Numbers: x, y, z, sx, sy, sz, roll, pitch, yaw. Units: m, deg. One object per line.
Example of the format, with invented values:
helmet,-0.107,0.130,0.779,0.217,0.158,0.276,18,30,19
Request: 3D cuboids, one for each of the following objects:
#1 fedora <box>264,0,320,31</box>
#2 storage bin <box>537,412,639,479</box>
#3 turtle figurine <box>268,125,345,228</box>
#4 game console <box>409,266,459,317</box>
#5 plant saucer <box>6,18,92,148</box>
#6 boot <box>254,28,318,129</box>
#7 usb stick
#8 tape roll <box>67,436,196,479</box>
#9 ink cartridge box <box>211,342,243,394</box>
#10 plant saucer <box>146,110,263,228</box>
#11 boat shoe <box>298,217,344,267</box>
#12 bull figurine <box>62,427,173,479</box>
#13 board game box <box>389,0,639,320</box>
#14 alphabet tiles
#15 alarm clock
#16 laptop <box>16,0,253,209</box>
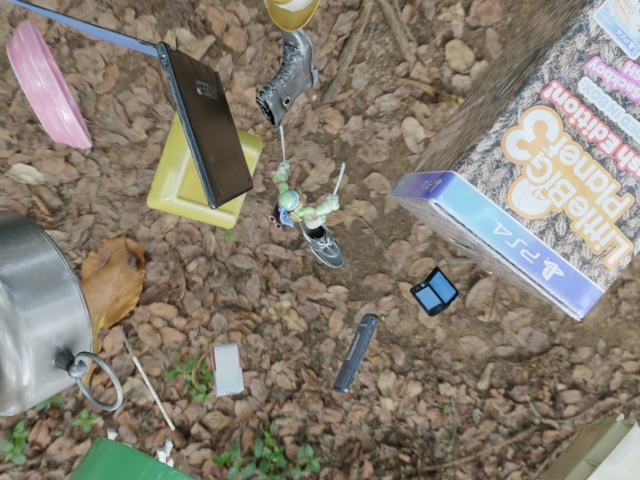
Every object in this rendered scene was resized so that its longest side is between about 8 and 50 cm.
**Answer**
fedora,-0.062,-0.415,0.864,0.079,0.194,0.194,-4,96,-35
storage bin,0.314,0.357,0.698,0.262,0.260,0.123,-44,66,-7
turtle figurine,-0.033,-0.146,1.645,0.198,0.266,0.274,9,81,5
game console,0.363,0.165,1.828,0.107,0.071,0.122,-27,59,-15
plant saucer,-0.686,-0.378,1.436,0.084,0.332,0.332,-25,99,-14
boot,-0.112,-0.487,1.693,0.229,0.091,0.263,-49,142,-21
usb stick,0.117,0.364,1.849,0.045,0.077,0.278,34,67,-17
tape roll,-0.208,0.401,0.830,0.321,0.321,0.077,37,57,-12
ink cartridge box,-0.261,0.363,1.591,0.073,0.175,0.127,-6,74,-13
plant saucer,-0.347,-0.217,1.833,0.333,0.081,0.332,16,95,-41
boat shoe,0.000,0.000,1.865,0.084,0.079,0.233,-35,104,-1
bull figurine,-0.543,0.626,1.555,0.310,0.101,0.188,26,92,-42
board game box,0.217,-0.108,0.498,0.141,0.232,0.291,38,94,-4
alphabet tiles,-0.407,0.329,1.342,0.009,0.198,0.237,-28,114,-21
alarm clock,-0.196,0.056,0.364,0.192,0.064,0.129,22,118,23
laptop,-0.317,-0.242,1.043,0.237,0.382,0.407,-16,99,5
